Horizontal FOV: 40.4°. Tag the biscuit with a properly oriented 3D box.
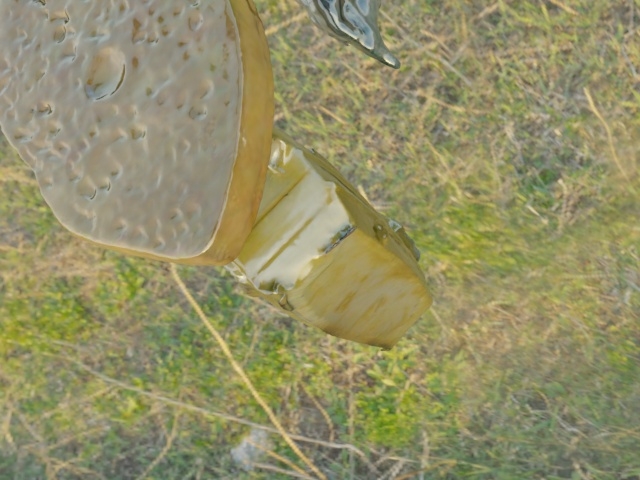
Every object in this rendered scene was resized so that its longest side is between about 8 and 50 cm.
[{"bbox_3d":[-0.092,-0.078,0.416,0.142,0.029,0.220,-50,59,13],"label":"biscuit"}]

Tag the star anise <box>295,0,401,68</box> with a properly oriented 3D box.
[{"bbox_3d":[-0.010,-0.202,0.521,0.061,0.204,0.180,-23,24,-3],"label":"star anise"}]

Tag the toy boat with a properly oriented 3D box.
[{"bbox_3d":[0.000,0.000,0.589,0.089,0.310,0.115,-48,66,5],"label":"toy boat"}]
